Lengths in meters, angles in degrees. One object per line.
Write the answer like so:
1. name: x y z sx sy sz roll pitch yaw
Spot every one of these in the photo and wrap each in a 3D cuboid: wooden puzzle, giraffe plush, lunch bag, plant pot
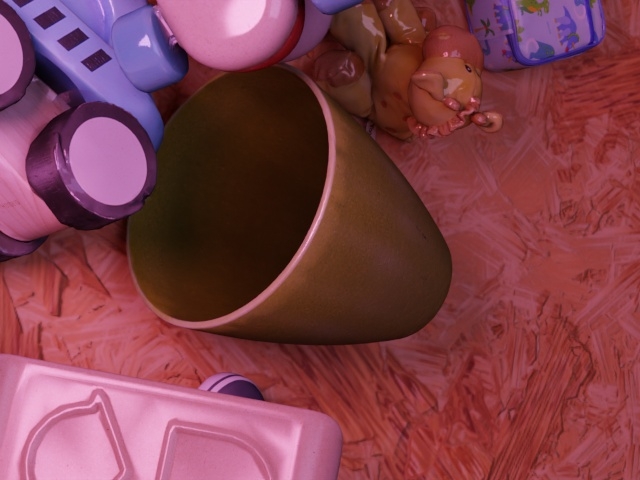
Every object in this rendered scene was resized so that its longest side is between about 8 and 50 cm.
1. wooden puzzle: -0.174 0.292 1.253 0.348 0.080 0.322 12 75 -3
2. giraffe plush: 0.109 -0.180 1.503 0.181 0.170 0.210 -11 102 -37
3. lunch bag: 0.260 -0.326 1.679 0.176 0.090 0.219 -16 96 -35
4. plant pot: 0.000 0.000 1.405 0.293 0.275 0.274 27 72 -44

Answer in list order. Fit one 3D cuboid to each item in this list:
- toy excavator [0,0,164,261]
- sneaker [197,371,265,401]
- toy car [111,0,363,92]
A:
1. toy excavator: -0.290 -0.266 1.270 0.433 0.222 0.445 43 53 -25
2. sneaker: -0.098 0.295 1.370 0.126 0.127 0.321 29 72 -45
3. toy car: -0.061 -0.245 1.248 0.210 0.219 0.238 71 17 8
